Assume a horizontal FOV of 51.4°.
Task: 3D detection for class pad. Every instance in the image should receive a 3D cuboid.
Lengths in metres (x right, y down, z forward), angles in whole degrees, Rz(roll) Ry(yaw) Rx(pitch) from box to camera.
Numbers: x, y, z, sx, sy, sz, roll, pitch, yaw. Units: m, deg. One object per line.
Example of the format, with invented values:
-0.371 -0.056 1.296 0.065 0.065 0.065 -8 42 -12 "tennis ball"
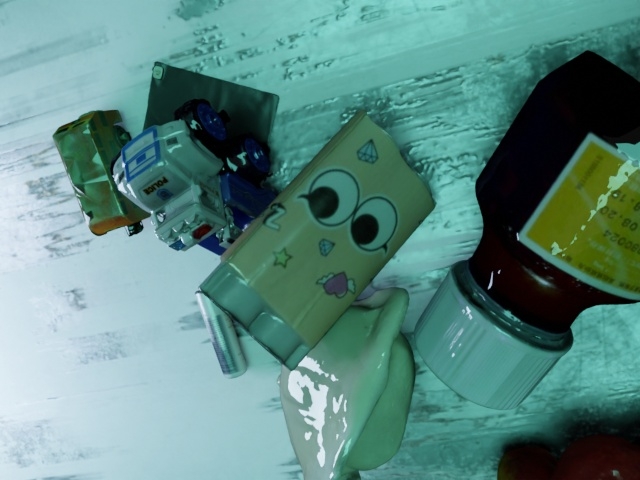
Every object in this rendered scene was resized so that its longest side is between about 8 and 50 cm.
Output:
-0.159 -0.174 0.945 0.193 0.004 0.116 18 107 8 "pad"

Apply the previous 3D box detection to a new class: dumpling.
0.021 0.214 0.865 0.187 0.243 0.318 18 119 9 "dumpling"

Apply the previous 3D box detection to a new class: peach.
0.290 0.336 0.909 0.100 0.101 0.101 3 103 12 "peach"

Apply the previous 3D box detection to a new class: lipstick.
-0.148 0.137 0.995 0.040 0.040 0.141 -14 100 16 "lipstick"

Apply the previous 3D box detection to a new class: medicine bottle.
0.267 0.005 0.780 0.242 0.242 0.395 34 121 4 "medicine bottle"

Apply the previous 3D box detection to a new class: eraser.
0.000 0.000 0.828 0.290 0.087 0.171 -48 116 -10 "eraser"

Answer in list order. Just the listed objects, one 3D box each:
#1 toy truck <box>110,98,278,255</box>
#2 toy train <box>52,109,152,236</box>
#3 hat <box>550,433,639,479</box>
-0.155 -0.056 0.863 0.161 0.213 0.177 -30 55 22 "toy truck"
-0.302 -0.093 0.946 0.072 0.099 0.188 -17 98 15 "toy train"
0.455 0.332 0.816 0.332 0.242 0.274 9 80 19 "hat"
